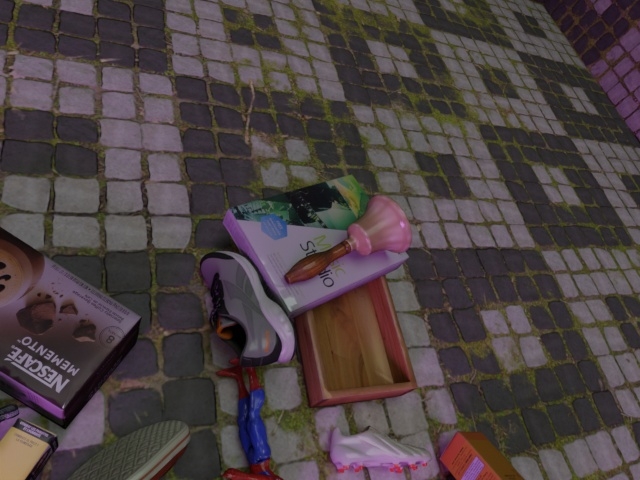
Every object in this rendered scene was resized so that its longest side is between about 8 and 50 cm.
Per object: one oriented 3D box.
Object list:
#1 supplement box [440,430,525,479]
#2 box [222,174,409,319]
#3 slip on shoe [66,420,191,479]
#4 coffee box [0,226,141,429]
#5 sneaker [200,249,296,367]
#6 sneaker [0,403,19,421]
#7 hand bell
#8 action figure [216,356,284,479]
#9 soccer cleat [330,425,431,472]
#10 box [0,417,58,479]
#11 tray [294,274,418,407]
[{"bbox_3d":[0.317,0.443,0.818,0.078,0.080,0.233,18,14,-33],"label":"supplement box"},{"bbox_3d":[0.000,0.000,0.950,0.322,0.058,0.232,-20,70,-37],"label":"box"},{"bbox_3d":[-0.298,0.374,0.623,0.331,0.123,0.101,-46,120,-46],"label":"slip on shoe"},{"bbox_3d":[-0.444,0.117,0.698,0.297,0.119,0.168,34,49,-3],"label":"coffee box"},{"bbox_3d":[-0.150,0.109,0.822,0.108,0.100,0.271,-10,40,-37],"label":"sneaker"},{"bbox_3d":[-0.519,0.255,0.579,0.269,0.101,0.153,-6,18,3],"label":"sneaker"},{"bbox_3d":[0.037,0.015,0.874,0.242,0.126,0.126,-27,74,-25],"label":"hand bell"},{"bbox_3d":[-0.132,0.333,0.735,0.139,0.091,0.280,-5,61,-37],"label":"action figure"},{"bbox_3d":[0.111,0.372,0.850,0.197,0.068,0.076,9,53,-18],"label":"soccer cleat"},{"bbox_3d":[-0.424,0.344,0.579,0.058,0.087,0.232,31,49,-6],"label":"box"},{"bbox_3d":[0.042,0.118,0.977,0.203,0.076,0.410,2,58,-26],"label":"tray"}]
